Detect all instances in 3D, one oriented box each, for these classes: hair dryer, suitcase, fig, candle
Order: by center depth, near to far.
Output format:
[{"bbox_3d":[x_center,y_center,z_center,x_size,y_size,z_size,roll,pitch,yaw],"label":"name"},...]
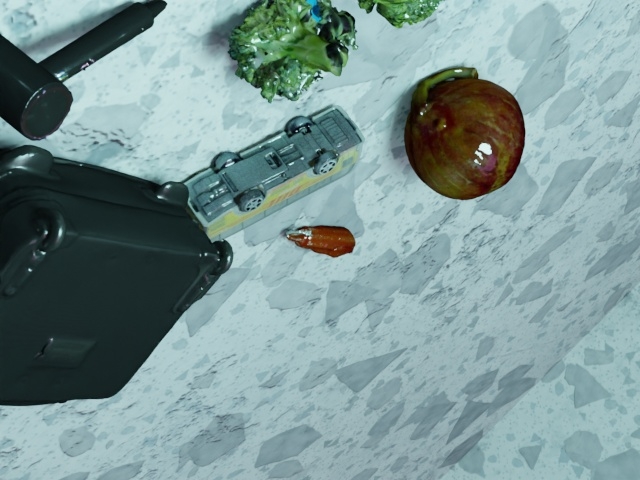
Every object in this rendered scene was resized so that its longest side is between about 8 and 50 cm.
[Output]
[{"bbox_3d":[-0.268,-0.216,1.156,0.248,0.114,0.070,-44,163,-31],"label":"hair dryer"},{"bbox_3d":[-0.330,0.063,1.343,0.339,0.188,0.345,-52,149,19],"label":"suitcase"},{"bbox_3d":[0.213,-0.166,1.636,0.205,0.205,0.205,-27,148,-19],"label":"fig"},{"bbox_3d":[0.000,0.000,1.748,0.162,0.048,0.053,7,98,-49],"label":"candle"}]

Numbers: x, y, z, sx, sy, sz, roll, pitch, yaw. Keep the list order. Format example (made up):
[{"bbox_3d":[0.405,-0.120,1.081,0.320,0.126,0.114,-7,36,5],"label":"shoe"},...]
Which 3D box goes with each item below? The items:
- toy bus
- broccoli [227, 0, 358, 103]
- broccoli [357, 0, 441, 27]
[{"bbox_3d":[-0.067,-0.092,1.518,0.268,0.092,0.106,-29,157,-17],"label":"toy bus"},{"bbox_3d":[-0.023,-0.237,1.303,0.167,0.160,0.154,21,89,-44],"label":"broccoli"},{"bbox_3d":[0.079,-0.364,1.230,0.226,0.198,0.176,14,163,-21],"label":"broccoli"}]
